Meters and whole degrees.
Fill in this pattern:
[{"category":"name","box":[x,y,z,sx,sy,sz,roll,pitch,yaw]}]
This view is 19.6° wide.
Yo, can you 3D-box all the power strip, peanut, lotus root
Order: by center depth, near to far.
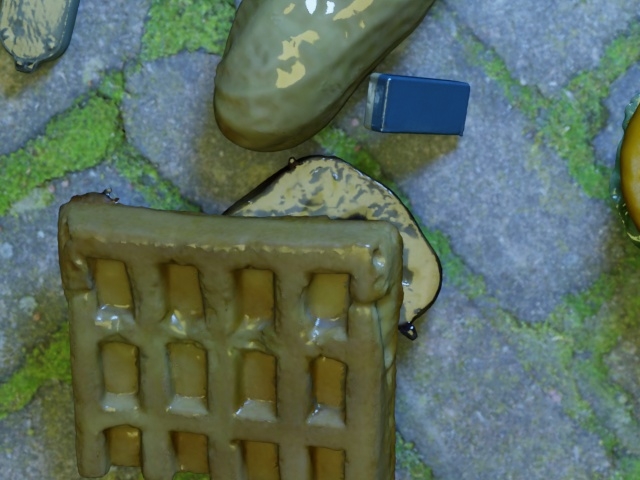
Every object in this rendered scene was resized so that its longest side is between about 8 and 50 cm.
[{"category":"peanut","box":[0.008,-0.221,1.801,0.147,0.147,0.319,43,100,0]},{"category":"power strip","box":[0.096,-0.133,1.819,0.032,0.123,0.056,16,102,46]},{"category":"lotus root","box":[0.000,0.000,1.856,0.261,0.074,0.170,21,96,4]},{"category":"power strip","box":[-0.267,-0.309,1.862,0.080,0.048,0.285,13,97,6]}]

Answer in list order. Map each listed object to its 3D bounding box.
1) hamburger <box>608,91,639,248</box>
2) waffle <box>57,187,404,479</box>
[{"category":"hamburger","box":[0.401,-0.072,1.764,0.246,0.170,0.246,1,94,18]},{"category":"waffle","box":[-0.093,0.108,1.822,0.348,0.077,0.304,4,115,12]}]
